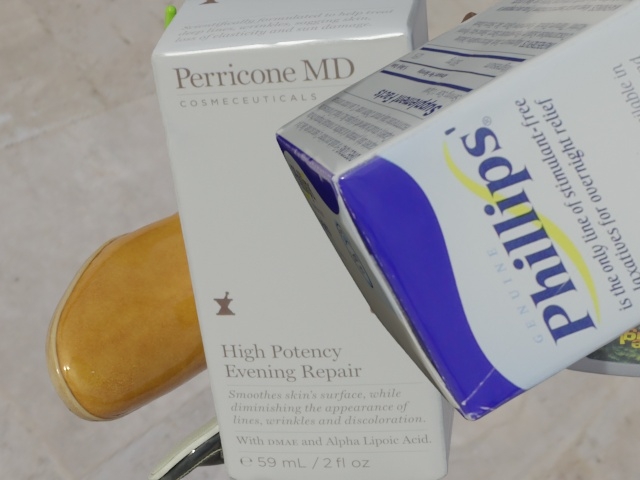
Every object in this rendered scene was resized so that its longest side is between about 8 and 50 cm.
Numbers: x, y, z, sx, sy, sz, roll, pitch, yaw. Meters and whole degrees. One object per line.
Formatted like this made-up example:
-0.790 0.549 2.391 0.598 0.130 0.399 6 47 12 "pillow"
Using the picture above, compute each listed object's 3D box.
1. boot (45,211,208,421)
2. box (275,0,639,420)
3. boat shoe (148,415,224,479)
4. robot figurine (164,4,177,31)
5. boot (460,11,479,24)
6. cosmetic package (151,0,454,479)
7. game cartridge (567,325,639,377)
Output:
-0.027 0.008 0.876 0.295 0.211 0.104 -44 112 -54 "boot"
0.068 -0.028 0.374 0.072 0.137 0.126 61 -2 -12 "box"
-0.108 0.250 1.685 0.233 0.084 0.079 -32 94 -16 "boat shoe"
-0.153 -0.264 1.708 0.101 0.067 0.115 12 8 8 "robot figurine"
0.116 -0.111 0.804 0.037 0.106 0.114 -21 54 -16 "boot"
0.000 0.000 0.637 0.085 0.117 0.231 -74 158 -60 "cosmetic package"
0.289 0.029 1.095 0.294 0.196 0.060 0 43 6 "game cartridge"
